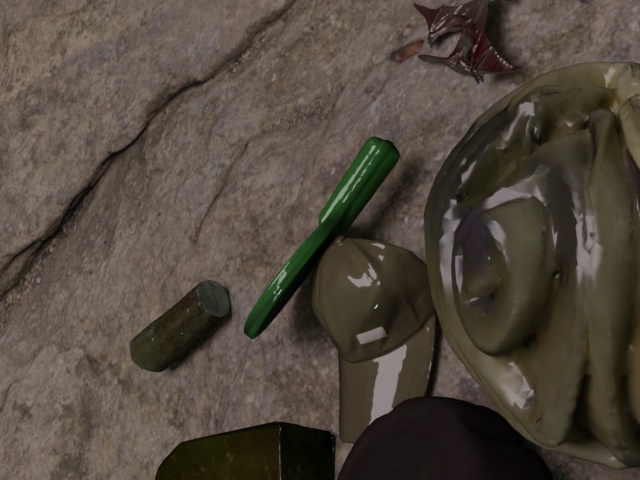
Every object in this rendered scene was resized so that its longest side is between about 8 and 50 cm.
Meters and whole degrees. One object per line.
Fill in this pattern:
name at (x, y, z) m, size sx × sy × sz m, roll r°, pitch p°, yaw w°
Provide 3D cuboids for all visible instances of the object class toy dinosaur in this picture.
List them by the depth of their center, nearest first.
toy dinosaur at (0.155, -0.218, 1.948) m, size 0.108 × 0.032 × 0.220 m, roll -64°, pitch 32°, yaw 13°

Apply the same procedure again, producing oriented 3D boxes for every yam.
yam at (-0.161, 0.100, 2.160) m, size 0.132 × 0.054 × 0.054 m, roll -41°, pitch 49°, yaw 29°

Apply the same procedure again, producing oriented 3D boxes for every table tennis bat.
table tennis bat at (0.000, 0.000, 1.969) m, size 0.039 × 0.160 × 0.257 m, roll 36°, pitch 102°, yaw 5°

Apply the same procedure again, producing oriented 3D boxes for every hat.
hat at (0.033, 0.102, 1.899) m, size 0.166 × 0.144 × 0.173 m, roll -15°, pitch 43°, yaw 46°

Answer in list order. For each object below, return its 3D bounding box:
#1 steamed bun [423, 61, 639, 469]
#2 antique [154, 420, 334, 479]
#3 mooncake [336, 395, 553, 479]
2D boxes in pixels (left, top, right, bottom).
steamed bun at (0.230, 0.004, 1.621) m, size 0.339 × 0.247 × 0.352 m, roll -59°, pitch 38°, yaw 12°
antique at (-0.089, 0.252, 2.002) m, size 0.221 × 0.080 × 0.081 m, roll -17°, pitch 65°, yaw 43°
mooncake at (0.104, 0.266, 1.732) m, size 0.245 × 0.133 × 0.245 m, roll -29°, pitch 52°, yaw 46°
